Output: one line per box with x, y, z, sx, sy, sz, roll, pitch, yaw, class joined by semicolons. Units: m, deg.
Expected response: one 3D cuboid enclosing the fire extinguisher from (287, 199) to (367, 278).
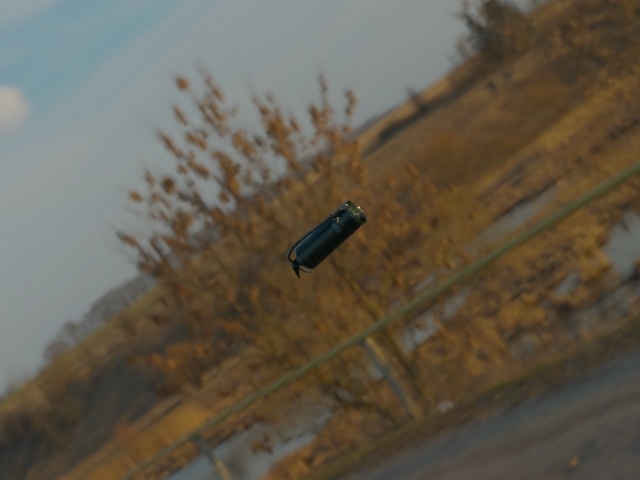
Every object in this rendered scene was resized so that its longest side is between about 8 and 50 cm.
0.000;0.000;1.192;0.083;0.038;0.025;-43;41;20;fire extinguisher
